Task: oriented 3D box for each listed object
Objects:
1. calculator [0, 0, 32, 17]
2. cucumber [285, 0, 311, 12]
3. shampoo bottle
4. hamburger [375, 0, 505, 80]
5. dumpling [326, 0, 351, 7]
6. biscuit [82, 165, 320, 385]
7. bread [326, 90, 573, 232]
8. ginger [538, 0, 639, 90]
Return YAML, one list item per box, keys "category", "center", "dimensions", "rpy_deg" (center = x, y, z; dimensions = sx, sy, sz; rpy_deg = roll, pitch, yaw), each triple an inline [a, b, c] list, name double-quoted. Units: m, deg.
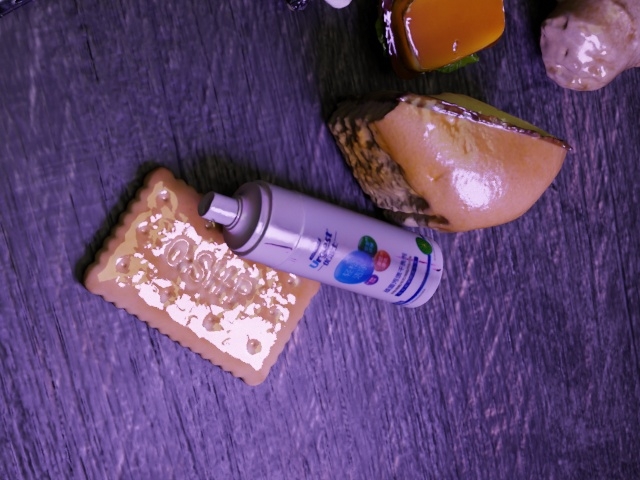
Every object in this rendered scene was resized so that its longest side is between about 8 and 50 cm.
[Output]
- category: "calculator"
  center: [-0.332, -0.351, 0.913]
  dimensions: [0.165, 0.028, 0.274]
  rpy_deg: [-26, 108, 3]
- category: "cucumber"
  center: [0.003, -0.310, 1.115]
  dimensions: [0.033, 0.034, 0.135]
  rpy_deg: [41, 77, -20]
- category: "shampoo bottle"
  center: [0.000, 0.000, 1.101]
  dimensions: [0.303, 0.092, 0.092]
  rpy_deg: [19, 88, -35]
- category: "hamburger"
  center: [0.137, -0.260, 1.156]
  dimensions: [0.166, 0.087, 0.137]
  rpy_deg: [-24, 121, -19]
- category: "dumpling"
  center: [-0.020, -0.359, 1.031]
  dimensions: [0.166, 0.126, 0.216]
  rpy_deg: [-14, 112, -60]
- category: "biscuit"
  center: [-0.124, 0.045, 1.096]
  dimensions: [0.249, 0.030, 0.160]
  rpy_deg: [36, 80, -26]
- category: "bread"
  center: [0.150, -0.089, 1.124]
  dimensions: [0.262, 0.204, 0.163]
  rpy_deg: [8, 90, -24]
- category: "ginger"
  center: [0.399, -0.344, 1.260]
  dimensions: [0.190, 0.126, 0.354]
  rpy_deg: [28, 85, -22]
